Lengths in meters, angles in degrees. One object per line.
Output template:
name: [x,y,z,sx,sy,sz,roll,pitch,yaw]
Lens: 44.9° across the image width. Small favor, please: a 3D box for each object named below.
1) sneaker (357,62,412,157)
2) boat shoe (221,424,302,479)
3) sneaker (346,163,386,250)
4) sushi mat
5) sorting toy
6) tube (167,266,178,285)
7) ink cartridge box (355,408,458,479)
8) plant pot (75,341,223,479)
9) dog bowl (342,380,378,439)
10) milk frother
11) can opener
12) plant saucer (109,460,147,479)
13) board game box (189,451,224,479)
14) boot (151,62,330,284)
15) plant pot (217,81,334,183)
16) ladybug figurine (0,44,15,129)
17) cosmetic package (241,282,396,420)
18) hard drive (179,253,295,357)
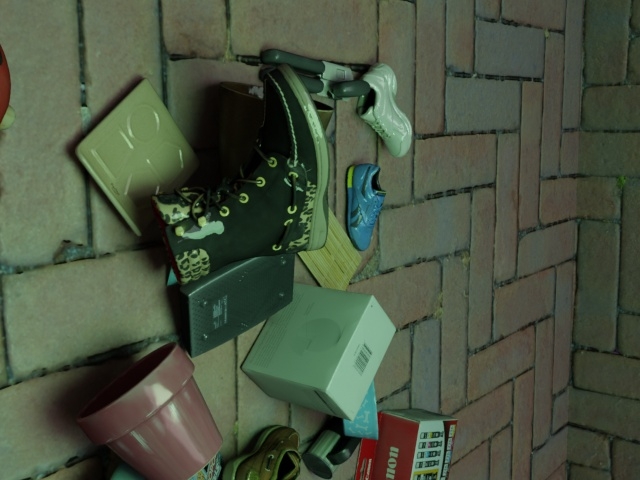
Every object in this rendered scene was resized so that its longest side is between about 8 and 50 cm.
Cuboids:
sneaker: [0.137,-0.293,1.830,0.115,0.090,0.232,-36,113,-35]
boat shoe: [-0.088,0.457,1.560,0.307,0.104,0.110,-21,110,-70]
sneaker: [0.111,-0.076,1.812,0.069,0.082,0.209,-21,112,-61]
sushi mat: [0.000,0.000,1.738,0.151,0.019,0.316,-60,136,-28]
sorting toy: [-0.309,-0.142,1.320,0.208,0.038,0.193,-59,136,-34]
tube: [-0.199,0.044,1.471,0.207,0.052,0.080,-1,106,-49]
ink cartridge box: [0.217,0.605,2.009,0.272,0.130,0.309,13,85,-51]
plant pot: [-0.263,0.296,1.259,0.201,0.201,0.180,-42,102,-40]
dog bowl: [0.075,0.314,1.714,0.297,0.074,0.166,-98,-178,-62]
milk frother: [0.015,0.443,1.774,0.143,0.129,0.135,41,52,3]
can opener: [-0.001,-0.347,1.627,0.283,0.095,0.076,-1,95,-52]
plant saucer: [-0.294,0.514,1.313,0.317,0.044,0.317,-3,90,-77]
board game box: [-0.225,0.429,1.394,0.194,0.060,0.194,75,18,-48]
boot: [-0.136,-0.091,1.286,0.284,0.138,0.377,-19,140,-15]
plant pot: [-0.105,-0.160,1.459,0.215,0.215,0.230,-7,116,-51]
ladybug figurine: [-0.546,-0.230,0.900,0.449,0.162,0.305,20,79,-51]
cosmetic package: [-0.002,0.223,1.602,0.224,0.225,0.138,-61,139,-26]
hard drive: [-0.157,0.101,1.470,0.255,0.054,0.172,-27,137,-36]
